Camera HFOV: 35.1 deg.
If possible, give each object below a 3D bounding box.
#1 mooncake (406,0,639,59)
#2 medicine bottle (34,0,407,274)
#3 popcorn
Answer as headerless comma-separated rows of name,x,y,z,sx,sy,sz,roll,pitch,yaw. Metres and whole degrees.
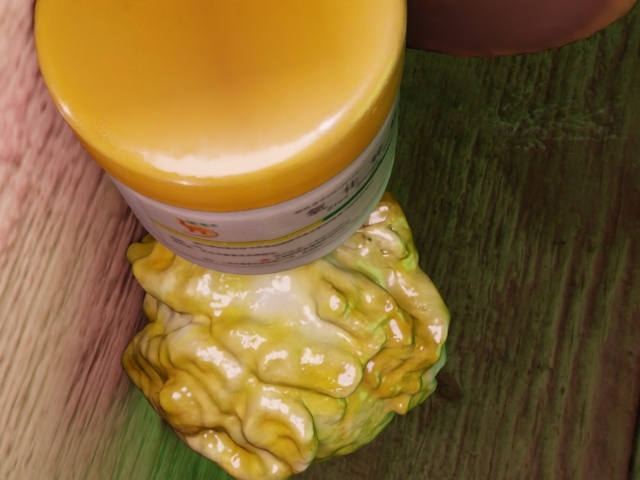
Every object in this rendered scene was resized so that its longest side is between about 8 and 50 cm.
mooncake,0.065,-0.329,0.729,0.394,0.393,0.246,43,58,-41
medicine bottle,-0.057,-0.114,0.735,0.232,0.237,0.238,78,25,-72
popcorn,-0.045,0.069,0.944,0.312,0.312,0.312,12,90,-83
